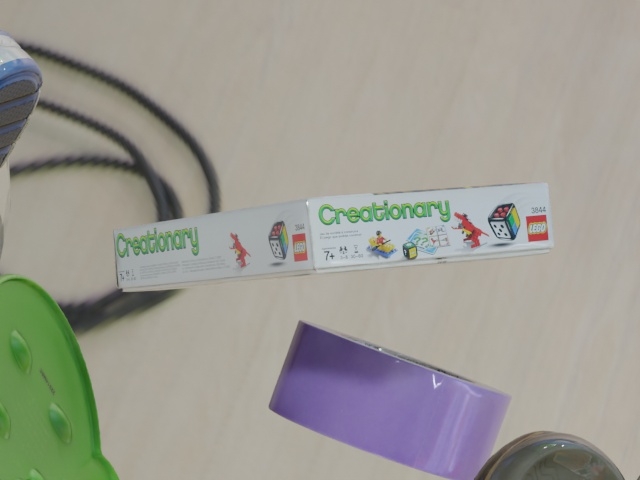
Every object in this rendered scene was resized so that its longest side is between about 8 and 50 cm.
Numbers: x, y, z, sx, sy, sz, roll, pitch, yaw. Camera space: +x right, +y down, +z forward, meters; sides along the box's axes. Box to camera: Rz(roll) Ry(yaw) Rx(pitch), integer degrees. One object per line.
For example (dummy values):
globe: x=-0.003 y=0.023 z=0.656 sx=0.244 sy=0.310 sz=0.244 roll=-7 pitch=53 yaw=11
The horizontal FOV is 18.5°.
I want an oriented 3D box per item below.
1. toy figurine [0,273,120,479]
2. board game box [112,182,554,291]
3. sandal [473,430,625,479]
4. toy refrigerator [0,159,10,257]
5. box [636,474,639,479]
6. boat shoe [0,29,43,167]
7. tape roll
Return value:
toy figurine: x=-0.193 y=0.111 z=0.925 sx=0.159 sy=0.173 sz=0.130 roll=-13 pitch=36 yaw=16
board game box: x=0.000 y=0.000 z=1.415 sx=0.193 sy=0.305 sz=0.053 roll=-5 pitch=89 yaw=-31
sandal: x=0.071 y=0.158 z=0.616 sx=0.060 sy=0.090 sz=0.219 roll=-20 pitch=40 yaw=47
toy refrigerator: x=-0.272 y=-0.039 z=0.828 sx=0.269 sy=0.102 sz=0.094 roll=-1 pitch=26 yaw=-4
box: x=0.323 y=0.224 z=0.699 sx=0.395 sy=0.318 sz=0.097 roll=14 pitch=59 yaw=46
boat shoe: x=-0.159 y=-0.016 z=0.680 sx=0.066 sy=0.066 sz=0.183 roll=46 pitch=121 yaw=14
tape roll: x=0.057 y=0.133 z=1.625 sx=0.189 sy=0.189 sz=0.080 roll=20 pitch=89 yaw=18
